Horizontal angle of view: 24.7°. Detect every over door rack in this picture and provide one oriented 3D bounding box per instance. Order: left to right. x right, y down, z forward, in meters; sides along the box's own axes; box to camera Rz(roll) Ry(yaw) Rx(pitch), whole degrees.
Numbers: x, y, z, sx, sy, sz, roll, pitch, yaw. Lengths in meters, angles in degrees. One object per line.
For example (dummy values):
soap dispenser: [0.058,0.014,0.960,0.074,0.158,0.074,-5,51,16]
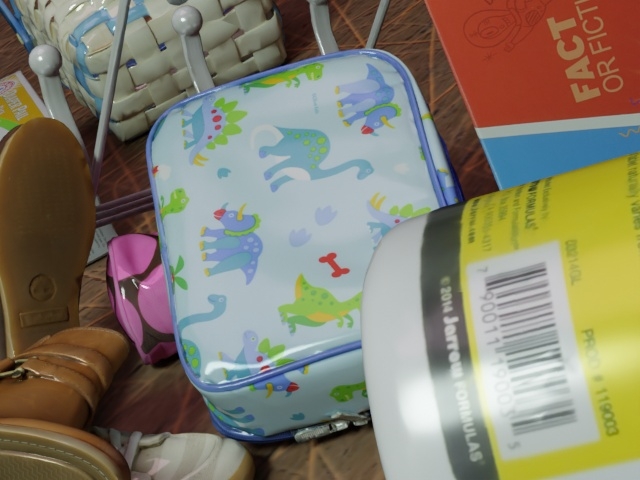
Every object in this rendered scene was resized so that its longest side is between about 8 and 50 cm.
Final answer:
over door rack: [-0.055,-0.136,0.957,0.239,0.108,0.324,-21,-19,-30]

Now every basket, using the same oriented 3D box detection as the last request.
basket: [-0.180,-0.245,1.357,0.255,0.201,0.289,-27,57,-6]

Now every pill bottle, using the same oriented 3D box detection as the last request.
pill bottle: [0.199,0.041,0.555,0.334,0.188,0.188,-15,28,17]

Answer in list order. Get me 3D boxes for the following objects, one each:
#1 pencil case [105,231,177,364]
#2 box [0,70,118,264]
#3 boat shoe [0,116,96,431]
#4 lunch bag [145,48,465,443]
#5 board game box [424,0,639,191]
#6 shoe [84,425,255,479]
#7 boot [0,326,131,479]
pencil case: [-0.042,-0.004,0.956,0.209,0.095,0.098,-26,61,-7]
box: [-0.249,-0.049,1.186,0.103,0.114,0.203,-29,25,-9]
boat shoe: [-0.185,0.029,0.914,0.073,0.207,0.073,4,-7,-37]
lunch bag: [0.000,0.000,0.833,0.176,0.090,0.219,-18,52,5]
board game box: [0.234,-0.086,0.701,0.316,0.242,0.064,-16,29,18]
shoe: [-0.142,0.144,0.800,0.219,0.058,0.076,-18,27,13]
boot: [-0.140,0.091,0.746,0.197,0.073,0.152,-5,21,35]
